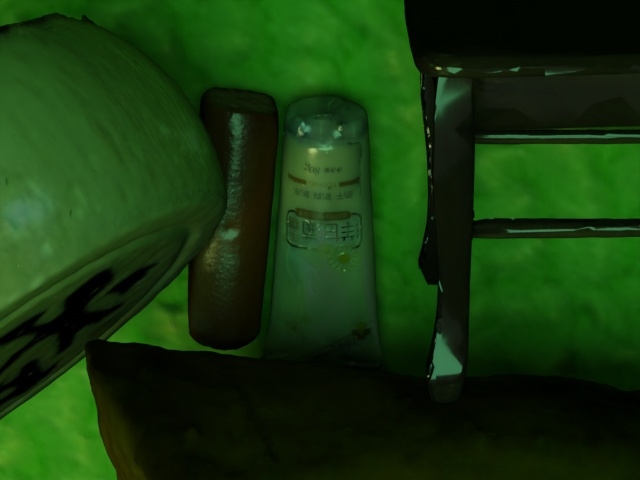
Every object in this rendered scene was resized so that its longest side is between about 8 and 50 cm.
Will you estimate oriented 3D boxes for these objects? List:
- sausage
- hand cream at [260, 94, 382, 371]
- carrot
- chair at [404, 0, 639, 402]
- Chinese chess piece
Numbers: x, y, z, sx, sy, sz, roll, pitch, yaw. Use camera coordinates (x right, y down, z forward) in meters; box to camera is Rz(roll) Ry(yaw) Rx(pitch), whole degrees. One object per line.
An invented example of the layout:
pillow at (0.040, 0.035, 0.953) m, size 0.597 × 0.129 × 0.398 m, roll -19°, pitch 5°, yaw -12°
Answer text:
sausage at (-0.043, -0.007, 0.887) m, size 0.039 × 0.041 × 0.131 m, roll 0°, pitch 111°, yaw -12°
hand cream at (0.000, 0.000, 0.892) m, size 0.061 × 0.039 × 0.143 m, roll 1°, pitch 114°, yaw 2°
carrot at (0.056, 0.174, 0.839) m, size 0.340 × 0.241 × 0.241 m, roll 3°, pitch 110°, yaw 1°
chair at (0.129, -0.102, 0.781) m, size 0.186 × 0.160 × 0.319 m, roll 1°, pitch 112°, yaw 2°
Chinese chess piece at (-0.161, 0.014, 0.792) m, size 0.257 × 0.257 × 0.104 m, roll -40°, pitch 82°, yaw 16°
